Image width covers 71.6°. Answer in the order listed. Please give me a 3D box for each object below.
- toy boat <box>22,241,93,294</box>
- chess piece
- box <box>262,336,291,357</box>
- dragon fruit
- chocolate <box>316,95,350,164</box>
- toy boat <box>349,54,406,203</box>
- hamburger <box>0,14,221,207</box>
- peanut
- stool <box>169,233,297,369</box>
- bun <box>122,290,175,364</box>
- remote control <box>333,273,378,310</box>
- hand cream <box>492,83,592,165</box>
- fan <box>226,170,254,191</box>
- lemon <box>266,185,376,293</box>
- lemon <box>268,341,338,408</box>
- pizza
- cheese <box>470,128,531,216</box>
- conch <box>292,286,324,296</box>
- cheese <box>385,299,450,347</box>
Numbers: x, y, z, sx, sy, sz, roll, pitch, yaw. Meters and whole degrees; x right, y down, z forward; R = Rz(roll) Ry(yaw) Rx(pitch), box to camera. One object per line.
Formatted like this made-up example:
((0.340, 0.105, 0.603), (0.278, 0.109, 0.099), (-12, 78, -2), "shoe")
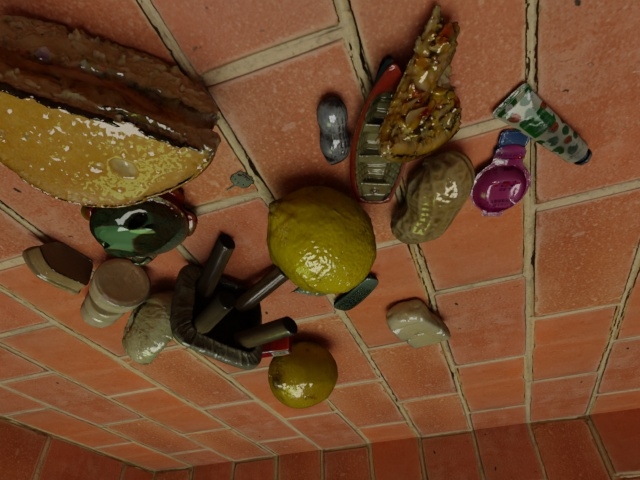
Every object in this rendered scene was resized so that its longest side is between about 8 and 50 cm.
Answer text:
((-0.761, 0.069, 1.293), (0.061, 0.116, 0.188), (-26, 137, 19), "toy boat")
((-0.679, 0.191, 1.417), (0.167, 0.166, 0.300), (26, 137, -29), "chess piece")
((-0.198, 0.389, 1.697), (0.175, 0.112, 0.048), (-9, 140, 9), "box")
((-0.479, -0.050, 1.160), (0.296, 0.129, 0.268), (-3, 145, 0), "dragon fruit")
((0.029, -0.242, 0.989), (0.072, 0.072, 0.166), (-6, 137, 5), "chocolate")
((0.136, -0.233, 0.999), (0.136, 0.079, 0.391), (1, 141, 0), "toy boat")
((-0.438, -0.216, 0.846), (0.446, 0.268, 0.287), (14, 136, -24), "hamburger")
((0.275, -0.093, 1.129), (0.154, 0.140, 0.325), (26, 140, -4), "peanut")
((-0.248, 0.177, 1.313), (0.311, 0.310, 0.226), (31, 121, -33), "stool")
((-0.542, 0.264, 1.443), (0.152, 0.259, 0.259), (34, 130, -12), "bun")
((0.120, 0.181, 1.518), (0.072, 0.042, 0.222), (18, 137, -22), "remote control")
((0.518, -0.253, 1.013), (0.276, 0.059, 0.095), (25, 131, -22), "hand cream")
((-0.213, -0.147, 1.141), (0.083, 0.004, 0.056), (-31, 133, 30), "fan")
((0.000, 0.000, 1.127), (0.322, 0.268, 0.268), (23, 134, -34), "lemon")
((-0.072, 0.528, 1.747), (0.258, 0.257, 0.310), (-36, 153, 33), "lemon")
((0.236, -0.284, 0.899), (0.251, 0.074, 0.287), (0, 117, -54), "pizza")
((0.457, -0.163, 1.110), (0.155, 0.062, 0.244), (-2, 127, -3), "cheese")
((-0.008, 0.162, 1.471), (0.180, 0.065, 0.088), (-6, 139, -4), "conch")
((0.357, 0.311, 1.646), (0.159, 0.092, 0.263), (-31, 131, 26), "cheese")
